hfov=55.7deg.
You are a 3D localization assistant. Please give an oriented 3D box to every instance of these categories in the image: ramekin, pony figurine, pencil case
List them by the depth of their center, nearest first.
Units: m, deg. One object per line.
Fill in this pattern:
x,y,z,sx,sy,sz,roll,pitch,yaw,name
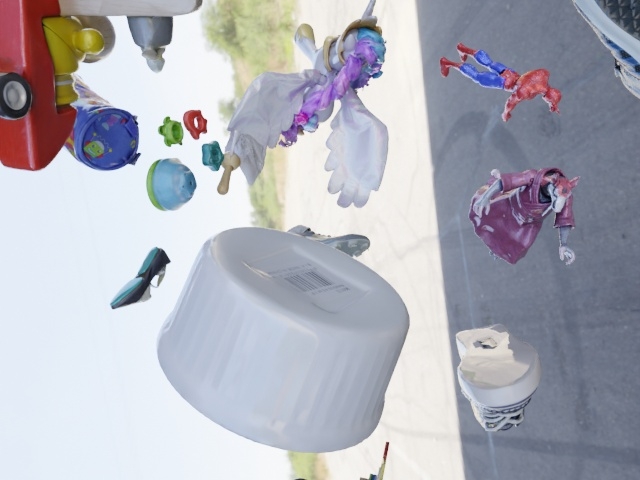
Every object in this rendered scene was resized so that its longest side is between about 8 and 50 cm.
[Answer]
-0.034,0.094,0.696,0.277,0.277,0.135,-106,35,-68,ramekin
-0.452,-0.237,1.130,0.306,0.133,0.119,35,150,35,pencil case
-0.007,-0.273,1.161,0.350,0.303,0.363,-69,19,7,pony figurine

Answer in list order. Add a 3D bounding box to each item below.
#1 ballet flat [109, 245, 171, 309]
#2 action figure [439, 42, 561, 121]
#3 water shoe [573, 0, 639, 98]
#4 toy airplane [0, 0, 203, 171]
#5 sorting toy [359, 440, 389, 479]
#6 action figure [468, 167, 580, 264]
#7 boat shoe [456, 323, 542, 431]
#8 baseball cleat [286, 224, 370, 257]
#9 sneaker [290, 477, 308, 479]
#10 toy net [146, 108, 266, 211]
-0.425,0.103,1.465,0.074,0.074,0.203,86,-157,-46,ballet flat
0.381,-0.307,1.246,0.280,0.091,0.139,39,168,47,action figure
0.270,-0.167,0.520,0.203,0.073,0.080,52,171,6,water shoe
-0.395,-0.342,0.860,0.386,0.384,0.272,51,-165,9,toy airplane
0.086,0.518,1.163,0.132,0.046,0.274,-51,-29,-70,sorting toy
0.527,-0.087,1.485,0.248,0.275,0.370,40,155,1,action figure
0.294,0.247,0.978,0.340,0.127,0.158,-25,-80,-77,boat shoe
0.000,0.000,1.306,0.072,0.206,0.109,85,173,-50,baseball cleat
-0.015,0.326,0.709,0.235,0.084,0.097,8,-77,-59,sneaker
-0.151,-0.119,0.827,0.232,0.045,0.122,-33,-62,-61,toy net
